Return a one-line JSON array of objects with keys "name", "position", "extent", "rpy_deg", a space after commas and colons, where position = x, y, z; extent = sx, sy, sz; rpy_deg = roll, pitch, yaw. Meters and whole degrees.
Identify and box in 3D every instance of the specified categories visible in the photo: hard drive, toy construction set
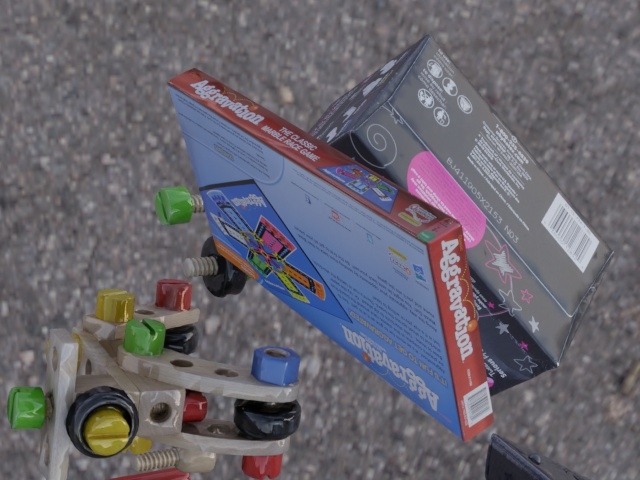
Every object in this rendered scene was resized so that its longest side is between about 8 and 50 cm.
[{"name": "hard drive", "position": [0.283, 0.280, 1.358], "extent": [0.054, 0.255, 0.172], "rpy_deg": [-59, 34, 4]}, {"name": "toy construction set", "position": [-0.183, 0.150, 1.236], "extent": [0.237, 0.309, 0.257], "rpy_deg": [-6, 44, -31]}]

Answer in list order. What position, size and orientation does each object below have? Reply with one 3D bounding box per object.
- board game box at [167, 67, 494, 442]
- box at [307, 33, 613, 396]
[{"name": "board game box", "position": [0.000, 0.000, 0.858], "extent": [0.027, 0.145, 0.281], "rpy_deg": [-29, 37, -23]}, {"name": "box", "position": [0.093, -0.011, 1.136], "extent": [0.247, 0.142, 0.163], "rpy_deg": [49, 44, -11]}]
